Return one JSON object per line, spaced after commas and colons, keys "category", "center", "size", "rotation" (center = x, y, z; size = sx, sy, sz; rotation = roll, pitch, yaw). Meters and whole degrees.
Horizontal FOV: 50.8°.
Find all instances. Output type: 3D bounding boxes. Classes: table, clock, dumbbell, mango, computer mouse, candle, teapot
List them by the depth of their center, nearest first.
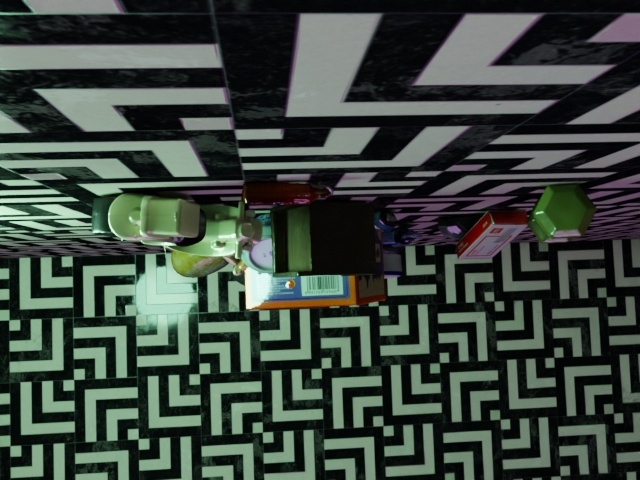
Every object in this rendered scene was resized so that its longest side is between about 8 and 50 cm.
{"category": "candle", "center": [-0.057, -0.087, 1.182], "size": [0.162, 0.048, 0.053], "rotation": [-2, -149, -9]}
{"category": "clock", "center": [-0.285, -0.028, 1.396], "size": [0.277, 0.120, 0.379], "rotation": [2, 178, 23]}
{"category": "dumbbell", "center": [0.520, -0.053, 1.472], "size": [0.108, 0.121, 0.302], "rotation": [27, -177, 13]}
{"category": "table", "center": [0.000, 0.000, 1.547], "size": [0.193, 0.169, 0.172], "rotation": [-1, 176, -26]}
{"category": "teapot", "center": [-0.123, -0.009, 1.738], "size": [0.232, 0.158, 0.159], "rotation": [-13, 175, 8]}
{"category": "computer mouse", "center": [0.438, -0.035, 2.045], "size": [0.126, 0.071, 0.231], "rotation": [-5, 177, 39]}
{"category": "clock", "center": [0.158, 0.089, 2.275], "size": [0.231, 0.083, 0.230], "rotation": [-5, 173, -1]}
{"category": "mango", "center": [-0.406, 0.043, 2.384], "size": [0.193, 0.146, 0.316], "rotation": [0, 162, -43]}

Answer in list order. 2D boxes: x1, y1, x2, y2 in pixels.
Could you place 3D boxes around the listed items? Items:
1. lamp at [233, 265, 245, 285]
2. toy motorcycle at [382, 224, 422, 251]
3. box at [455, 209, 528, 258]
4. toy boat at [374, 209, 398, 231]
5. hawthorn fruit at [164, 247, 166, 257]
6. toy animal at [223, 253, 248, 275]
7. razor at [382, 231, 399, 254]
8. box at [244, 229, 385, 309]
{"category": "lamp", "center": [-0.155, 0.112, 2.370], "size": [0.272, 0.205, 0.374], "rotation": [30, 180, 11]}
{"category": "toy motorcycle", "center": [0.215, -0.007, 2.226], "size": [0.255, 0.092, 0.135], "rotation": [-5, 177, 17]}
{"category": "box", "center": [0.487, -0.013, 1.938], "size": [0.123, 0.050, 0.229], "rotation": [0, 153, -17]}
{"category": "toy boat", "center": [0.157, -0.048, 1.736], "size": [0.061, 0.060, 0.137], "rotation": [-25, 174, 16]}
{"category": "hawthorn fruit", "center": [-0.418, -0.005, 1.794], "size": [0.067, 0.103, 0.067], "rotation": [-6, 169, -1]}
{"category": "toy animal", "center": [-0.196, -0.016, 1.844], "size": [0.185, 0.183, 0.104], "rotation": [-23, -152, 27]}
{"category": "razor", "center": [0.111, 0.017, 2.414], "size": [0.327, 0.107, 0.189], "rotation": [-1, 175, -19]}
{"category": "box", "center": [-0.013, 0.071, 2.033], "size": [0.349, 0.256, 0.319], "rotation": [-4, 178, 21]}
